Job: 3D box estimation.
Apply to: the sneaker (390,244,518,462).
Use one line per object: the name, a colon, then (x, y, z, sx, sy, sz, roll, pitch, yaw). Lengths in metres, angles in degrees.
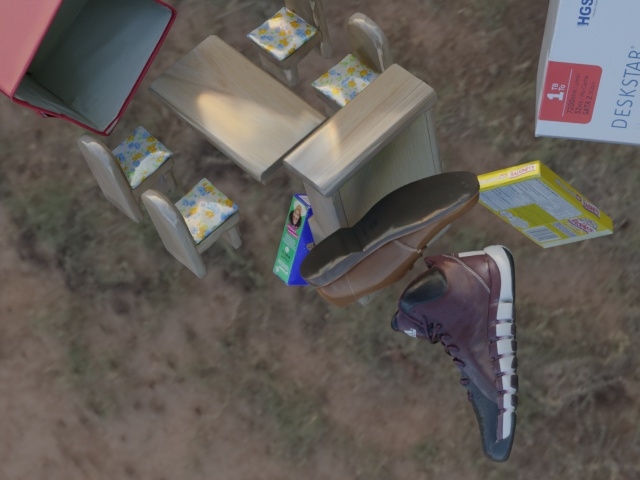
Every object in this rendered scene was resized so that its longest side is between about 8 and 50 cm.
sneaker: (0.172, 0.146, 1.707, 0.162, 0.106, 0.281, -1, 73, 7)

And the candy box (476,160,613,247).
candy box: (0.287, -0.044, 1.711, 0.105, 0.206, 0.027, -16, 60, 33)

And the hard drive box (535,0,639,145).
hard drive box: (0.306, -0.168, 1.103, 0.232, 0.089, 0.181, 6, 139, 5)

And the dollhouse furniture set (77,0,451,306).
dollhouse furniture set: (-0.050, -0.141, 1.581, 0.394, 0.362, 0.256, 39, 161, 29)

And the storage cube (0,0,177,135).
storage cube: (-0.336, -0.274, 1.669, 0.193, 0.183, 0.215, 34, 98, 34)

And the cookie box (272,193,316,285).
cookie box: (0.000, 0.000, 1.617, 0.040, 0.091, 0.107, 42, 123, 49)

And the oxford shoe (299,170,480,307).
oxford shoe: (0.084, -0.001, 1.398, 0.212, 0.076, 0.076, -32, 122, 15)
